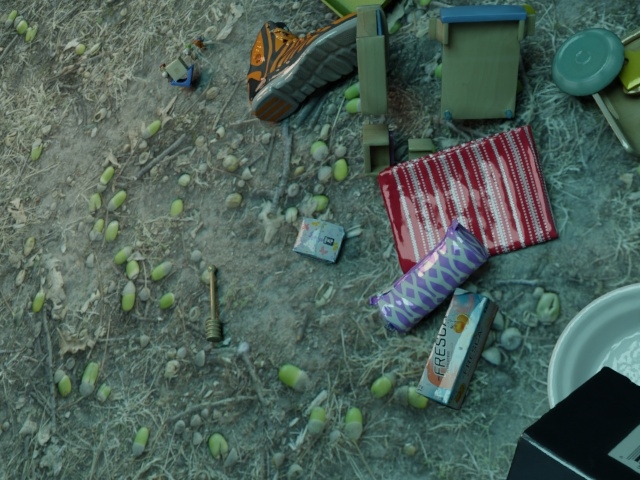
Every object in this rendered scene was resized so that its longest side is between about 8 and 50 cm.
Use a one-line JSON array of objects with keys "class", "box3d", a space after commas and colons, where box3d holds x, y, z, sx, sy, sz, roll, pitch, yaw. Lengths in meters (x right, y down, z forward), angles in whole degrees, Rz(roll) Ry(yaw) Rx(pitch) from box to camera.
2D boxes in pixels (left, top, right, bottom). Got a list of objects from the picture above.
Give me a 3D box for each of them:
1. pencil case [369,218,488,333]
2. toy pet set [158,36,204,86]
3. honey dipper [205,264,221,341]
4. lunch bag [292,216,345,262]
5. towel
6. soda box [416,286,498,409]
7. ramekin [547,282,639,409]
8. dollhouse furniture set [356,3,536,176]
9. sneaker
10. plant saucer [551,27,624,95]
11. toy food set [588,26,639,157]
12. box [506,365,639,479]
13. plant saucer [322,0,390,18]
[{"class": "pencil case", "box3d": [0.177, 0.061, 1.305, 0.206, 0.088, 0.086, -44, 12, 17]}, {"class": "toy pet set", "box3d": [-0.309, -0.398, 1.831, 0.122, 0.065, 0.114, -33, 22, 12]}, {"class": "honey dipper", "box3d": [-0.213, 0.120, 1.566, 0.030, 0.030, 0.161, -19, 61, 23]}, {"class": "lunch bag", "box3d": [0.000, 0.000, 1.474, 0.083, 0.053, 0.071, 15, 80, 25]}, {"class": "towel", "box3d": [0.240, -0.064, 1.338, 0.275, 0.031, 0.199, -16, 81, 25]}, {"class": "soda box", "box3d": [0.218, 0.173, 1.265, 0.058, 0.063, 0.183, 17, 80, 34]}, {"class": "ramekin", "box3d": [0.459, 0.205, 1.064, 0.277, 0.135, 0.277, -11, 66, 27]}, {"class": "dollhouse furniture set", "box3d": [0.221, -0.289, 1.426, 0.303, 0.286, 0.198, -2, 32, 5]}, {"class": "sneaker", "box3d": [-0.036, -0.395, 1.599, 0.321, 0.124, 0.180, -30, 58, 24]}, {"class": "plant saucer", "box3d": [0.425, -0.292, 1.278, 0.119, 0.021, 0.119, -14, 66, 35]}, {"class": "toy food set", "box3d": [0.567, -0.292, 1.226, 0.306, 0.092, 0.220, -29, 59, 18]}, {"class": "box", "box3d": [0.352, 0.402, 0.890, 0.293, 0.212, 0.395, 30, 123, 35]}, {"class": "plant saucer", "box3d": [0.097, -0.534, 1.635, 0.188, 0.045, 0.188, -45, 55, 8]}]
